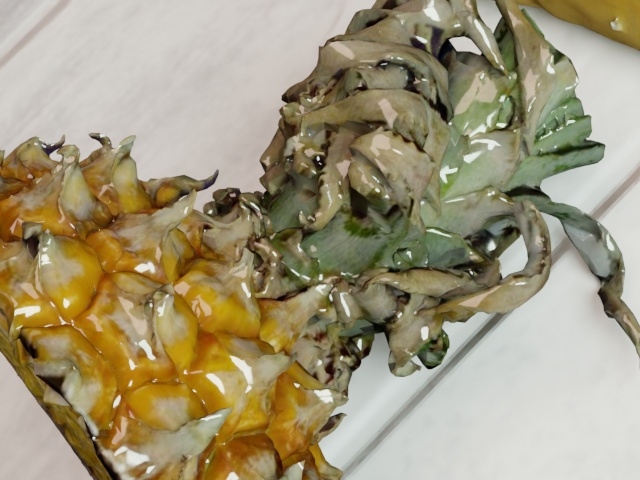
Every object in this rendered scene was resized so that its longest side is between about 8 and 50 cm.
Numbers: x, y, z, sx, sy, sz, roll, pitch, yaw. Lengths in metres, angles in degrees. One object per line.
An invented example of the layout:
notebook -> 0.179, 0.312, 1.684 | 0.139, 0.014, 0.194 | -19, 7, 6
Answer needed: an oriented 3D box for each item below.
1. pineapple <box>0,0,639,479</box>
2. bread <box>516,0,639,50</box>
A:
pineapple -> 0.000, 0.000, 0.661 | 0.272, 0.262, 0.262 | -35, 48, -12
bread -> 0.153, -0.163, 0.746 | 0.305, 0.091, 0.142 | 26, 69, 38
